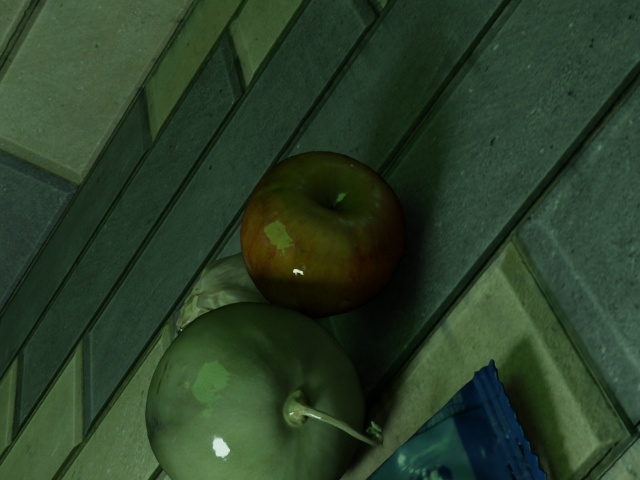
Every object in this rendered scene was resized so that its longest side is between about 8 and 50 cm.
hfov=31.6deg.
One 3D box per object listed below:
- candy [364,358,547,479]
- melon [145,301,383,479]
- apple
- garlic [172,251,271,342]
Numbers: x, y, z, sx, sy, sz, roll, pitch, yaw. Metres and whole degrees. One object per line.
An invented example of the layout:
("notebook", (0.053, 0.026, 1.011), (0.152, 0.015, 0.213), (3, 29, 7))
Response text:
("candy", (0.093, 0.276, 1.148), (0.331, 0.077, 0.187), (-50, 36, 28))
("melon", (-0.082, 0.202, 1.340), (0.308, 0.272, 0.271), (116, 166, -57))
("apple", (0.000, 0.000, 1.428), (0.235, 0.210, 0.173), (-46, -21, -47))
("garlic", (-0.121, 0.116, 1.611), (0.228, 0.152, 0.228), (-44, 28, 30))
